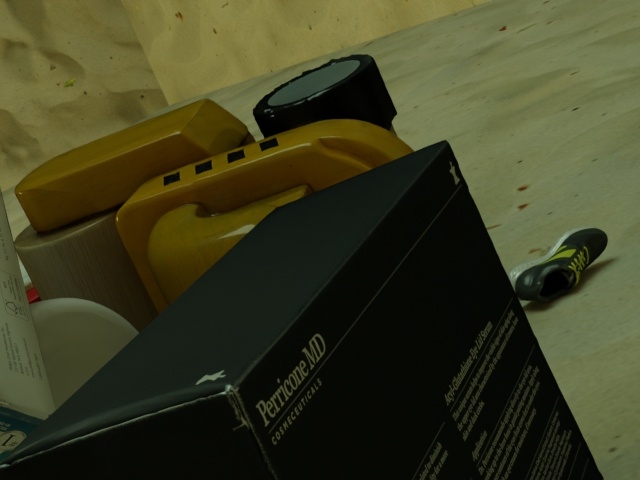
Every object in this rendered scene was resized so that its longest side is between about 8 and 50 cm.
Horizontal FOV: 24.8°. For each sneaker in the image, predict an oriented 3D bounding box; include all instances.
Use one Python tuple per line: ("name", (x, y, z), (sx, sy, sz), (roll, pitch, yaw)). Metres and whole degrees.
("sneaker", (0.166, 0.020, 0.983), (0.083, 0.031, 0.035), (-33, 27, -19))

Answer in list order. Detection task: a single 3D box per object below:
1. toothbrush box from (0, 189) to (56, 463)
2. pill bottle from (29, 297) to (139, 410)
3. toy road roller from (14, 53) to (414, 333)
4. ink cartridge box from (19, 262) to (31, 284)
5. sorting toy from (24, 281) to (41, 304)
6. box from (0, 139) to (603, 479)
("toothbrush box", (-0.307, 0.100, 0.852), (0.295, 0.126, 0.216), (-43, 46, 23))
("pill bottle", (-0.242, 0.131, 0.980), (0.272, 0.152, 0.152), (-13, 16, 41))
("toy road roller", (-0.067, 0.026, 0.988), (0.329, 0.203, 0.240), (-18, 18, 20))
("ink cartridge box", (-0.467, 0.132, 1.600), (0.308, 0.091, 0.385), (-32, 16, -36))
("sorting toy", (-0.188, 0.054, 1.375), (0.257, 0.089, 0.255), (-11, 17, 48))
("box", (0.014, 0.092, 0.572), (0.103, 0.184, 0.261), (-18, 13, 25))
